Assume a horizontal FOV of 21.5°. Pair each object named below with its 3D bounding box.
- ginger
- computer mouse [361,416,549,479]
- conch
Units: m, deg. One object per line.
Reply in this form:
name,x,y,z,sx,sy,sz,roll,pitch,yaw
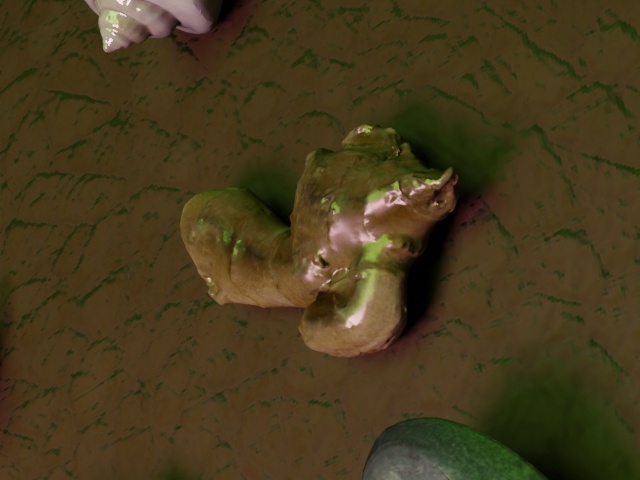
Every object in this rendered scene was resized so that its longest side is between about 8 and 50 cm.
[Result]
ginger,-0.002,-0.010,0.978,0.214,0.059,0.133,24,103,48
computer mouse,0.101,0.178,0.802,0.229,0.068,0.113,57,136,28
conch,-0.102,-0.200,1.116,0.104,0.094,0.176,122,162,-79
